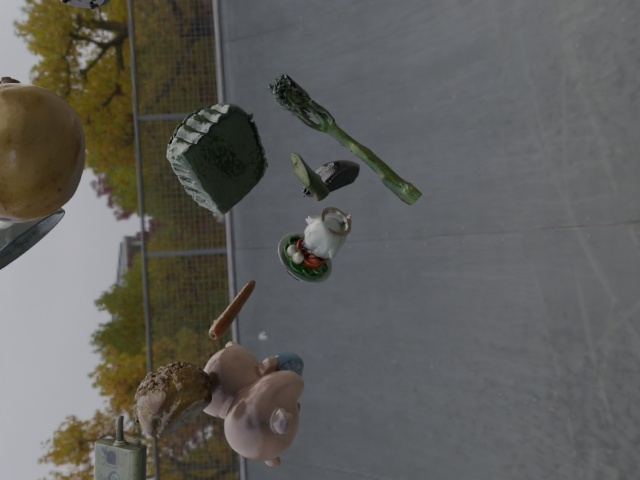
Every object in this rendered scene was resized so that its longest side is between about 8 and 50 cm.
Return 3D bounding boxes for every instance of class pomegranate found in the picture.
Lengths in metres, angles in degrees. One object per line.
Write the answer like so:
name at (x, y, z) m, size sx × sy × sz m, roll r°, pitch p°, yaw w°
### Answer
pomegranate at (-0.620, -0.172, 1.296) m, size 0.307 × 0.307 × 0.307 m, roll 177°, pitch 90°, yaw -87°

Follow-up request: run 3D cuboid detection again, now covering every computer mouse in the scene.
computer mouse at (0.024, -0.166, 1.639) m, size 0.099 × 0.172 × 0.057 m, roll 44°, pitch 159°, yaw 55°

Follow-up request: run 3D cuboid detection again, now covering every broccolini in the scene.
broccolini at (0.027, -0.130, 0.868) m, size 0.071 × 0.254 × 0.057 m, roll -47°, pitch 2°, yaw -38°

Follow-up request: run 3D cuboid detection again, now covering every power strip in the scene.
power strip at (-0.307, 0.402, 0.972) m, size 0.034 × 0.092 × 0.268 m, roll 4°, pitch -93°, yaw -60°

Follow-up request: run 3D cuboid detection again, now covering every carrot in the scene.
carrot at (-0.247, 0.194, 1.825) m, size 0.248 × 0.043 × 0.043 m, roll -57°, pitch -25°, yaw -45°

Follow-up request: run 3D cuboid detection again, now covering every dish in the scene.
dish at (-0.809, -0.034, 1.631) m, size 0.134 × 0.273 × 0.273 m, roll 49°, pitch -178°, yaw -7°

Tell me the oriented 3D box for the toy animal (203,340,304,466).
toy animal at (-0.150, 0.328, 1.320) m, size 0.210 × 0.221 × 0.229 m, roll 107°, pitch 172°, yaw -52°

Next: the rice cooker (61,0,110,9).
rice cooker at (-0.447, -0.521, 1.201) m, size 0.203 × 0.142 × 0.118 m, roll 161°, pitch 111°, yaw -66°

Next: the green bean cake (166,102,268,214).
green bean cake at (-0.247, -0.209, 1.557) m, size 0.125 × 0.222 × 0.227 m, roll 24°, pitch 149°, yaw 37°

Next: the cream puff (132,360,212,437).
cream puff at (-0.284, 0.296, 1.210) m, size 0.115 × 0.165 × 0.150 m, roll 52°, pitch 180°, yaw 18°

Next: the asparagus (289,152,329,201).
asparagus at (-0.028, -0.146, 1.481) m, size 0.178 × 0.045 × 0.041 m, roll 45°, pitch -156°, yaw -57°

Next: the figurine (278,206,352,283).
figurine at (0.000, 0.000, 1.283) m, size 0.153 × 0.132 × 0.132 m, roll -49°, pitch 34°, yaw 41°
